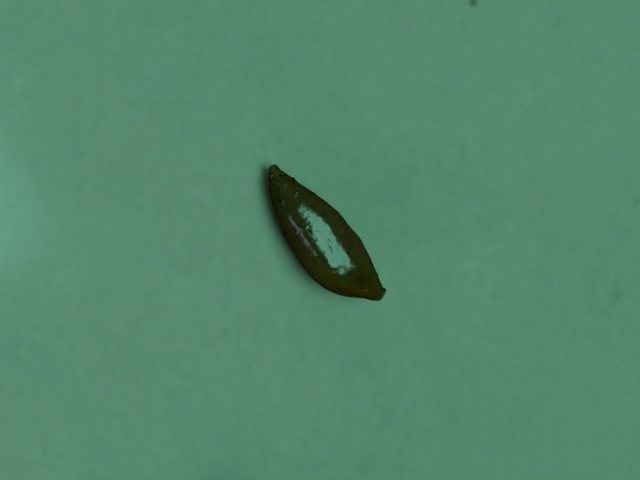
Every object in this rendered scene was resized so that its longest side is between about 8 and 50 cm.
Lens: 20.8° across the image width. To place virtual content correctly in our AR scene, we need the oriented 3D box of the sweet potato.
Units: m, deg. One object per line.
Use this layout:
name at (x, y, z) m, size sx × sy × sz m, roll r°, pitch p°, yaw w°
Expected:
sweet potato at (0.000, 0.000, 0.909) m, size 0.034 × 0.034 × 0.095 m, roll -46°, pitch 105°, yaw -17°
